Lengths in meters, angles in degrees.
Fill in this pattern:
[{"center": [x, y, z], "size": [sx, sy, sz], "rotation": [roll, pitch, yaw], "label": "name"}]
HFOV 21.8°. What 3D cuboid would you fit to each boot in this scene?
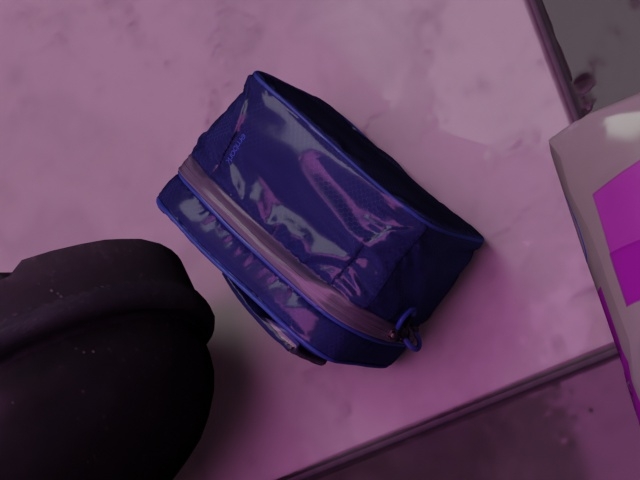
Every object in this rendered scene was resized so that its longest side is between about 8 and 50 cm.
[{"center": [-0.095, 0.273, 0.493], "size": [0.367, 0.146, 0.445], "rotation": [-33, 71, 6], "label": "boot"}]

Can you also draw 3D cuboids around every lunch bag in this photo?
[{"center": [0.000, 0.000, 0.538], "size": [0.098, 0.067, 0.065], "rotation": [43, 102, 25], "label": "lunch bag"}]

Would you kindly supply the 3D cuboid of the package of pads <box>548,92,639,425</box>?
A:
[{"center": [0.228, 0.032, 0.394], "size": [0.296, 0.101, 0.229], "rotation": [-23, 71, 23], "label": "package of pads"}]
